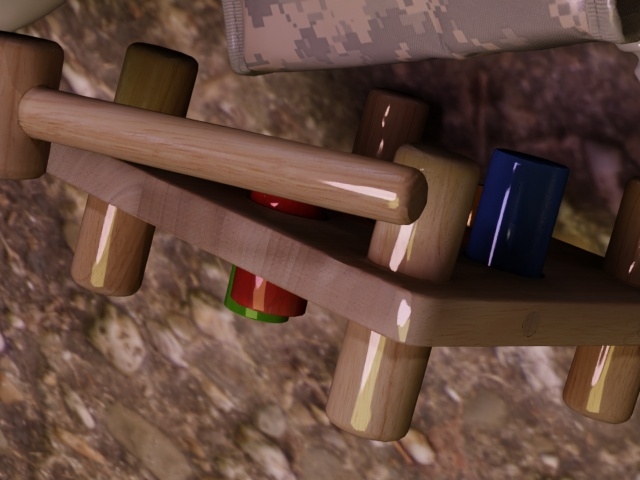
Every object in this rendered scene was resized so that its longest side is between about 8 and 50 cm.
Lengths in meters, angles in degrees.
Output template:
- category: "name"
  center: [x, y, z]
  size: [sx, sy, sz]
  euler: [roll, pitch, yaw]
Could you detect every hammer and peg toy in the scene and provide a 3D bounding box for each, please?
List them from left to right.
- category: "hammer and peg toy"
  center: [0.000, 0.000, 0.722]
  size: [0.266, 0.361, 0.127]
  euler: [24, 103, 40]

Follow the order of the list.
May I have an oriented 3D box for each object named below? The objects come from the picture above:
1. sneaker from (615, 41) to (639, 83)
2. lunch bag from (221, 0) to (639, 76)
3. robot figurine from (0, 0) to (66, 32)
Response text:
- category: "sneaker"
  center: [0.218, -0.073, 0.739]
  size: [0.104, 0.095, 0.236]
  euler: [-21, 109, 33]
- category: "lunch bag"
  center: [0.061, -0.222, 0.633]
  size: [0.235, 0.169, 0.287]
  euler: [2, 104, 51]
- category: "robot figurine"
  center: [-0.228, -0.250, 0.811]
  size: [0.300, 0.200, 0.353]
  euler: [-28, 106, 18]
